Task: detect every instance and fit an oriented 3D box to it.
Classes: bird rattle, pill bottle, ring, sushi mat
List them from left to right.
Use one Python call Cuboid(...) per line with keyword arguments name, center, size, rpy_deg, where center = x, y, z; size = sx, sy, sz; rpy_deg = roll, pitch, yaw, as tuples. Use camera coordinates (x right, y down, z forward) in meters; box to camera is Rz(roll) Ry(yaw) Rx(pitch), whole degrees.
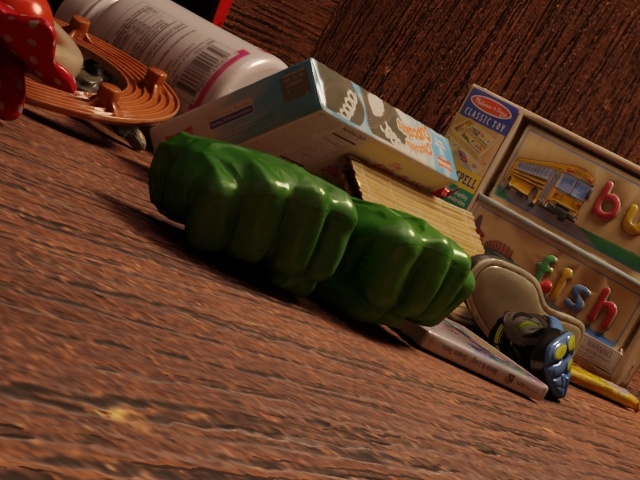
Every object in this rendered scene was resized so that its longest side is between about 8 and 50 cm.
Cuboid(name="bird rattle", center=(-0.278, -0.198, 1.197), size=(0.253, 0.143, 0.207), rpy_deg=(34, 9, 24))
Cuboid(name="ring", center=(-0.297, -0.201, 1.414), size=(0.336, 0.032, 0.336), rpy_deg=(22, 17, -7))
Cuboid(name="pill bottle", center=(-0.181, -0.196, 1.662), size=(0.283, 0.160, 0.160), rpy_deg=(32, 6, 30))
Cuboid(name="sushi mat", center=(0.114, 0.013, 1.488), size=(0.316, 0.019, 0.151), rpy_deg=(20, 52, -59))

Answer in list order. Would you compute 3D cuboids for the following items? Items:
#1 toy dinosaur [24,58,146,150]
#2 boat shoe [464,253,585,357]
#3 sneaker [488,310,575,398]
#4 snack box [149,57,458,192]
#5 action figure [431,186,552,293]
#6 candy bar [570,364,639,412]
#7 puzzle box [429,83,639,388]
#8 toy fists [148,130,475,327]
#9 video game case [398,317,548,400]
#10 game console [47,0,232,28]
Cuboid(name="toy dinosaur", center=(-0.294, -0.183, 1.511), size=(0.268, 0.064, 0.118), rpy_deg=(25, 12, -1))
Cuboid(name="boat shoe", center=(0.205, 0.073, 1.533), size=(0.079, 0.084, 0.233), rpy_deg=(38, 2, 41))
Cuboid(name="sneaker", center=(0.202, 0.108, 1.363), size=(0.078, 0.067, 0.188), rpy_deg=(7, 7, 0))
Cuboid(name="snack box", center=(-0.006, -0.086, 1.449), size=(0.322, 0.187, 0.060), rpy_deg=(21, 53, -60))
Cuboid(name="action figure", center=(0.177, 0.020, 1.703), size=(0.280, 0.091, 0.139), rpy_deg=(26, -23, -20))
Cuboid(name="candy bar", center=(0.304, 0.160, 1.571), size=(0.161, 0.018, 0.040), rpy_deg=(25, 9, -39))
Cuboid(name="puzzle box", center=(0.311, -0.015, 1.922), size=(0.409, 0.272, 0.052), rpy_deg=(31, 5, 32))
Cuboid(name="toy fists", center=(0.000, 0.000, 1.089), size=(0.279, 0.096, 0.142), rpy_deg=(23, -3, -37))
Cuboid(name="video game case", center=(0.109, 0.085, 1.252), size=(0.143, 0.019, 0.157), rpy_deg=(26, 5, -29))
Cuboid(name="game console", center=(-0.323, -0.388, 2.072), size=(0.386, 0.342, 0.060), rpy_deg=(29, 44, 1))
